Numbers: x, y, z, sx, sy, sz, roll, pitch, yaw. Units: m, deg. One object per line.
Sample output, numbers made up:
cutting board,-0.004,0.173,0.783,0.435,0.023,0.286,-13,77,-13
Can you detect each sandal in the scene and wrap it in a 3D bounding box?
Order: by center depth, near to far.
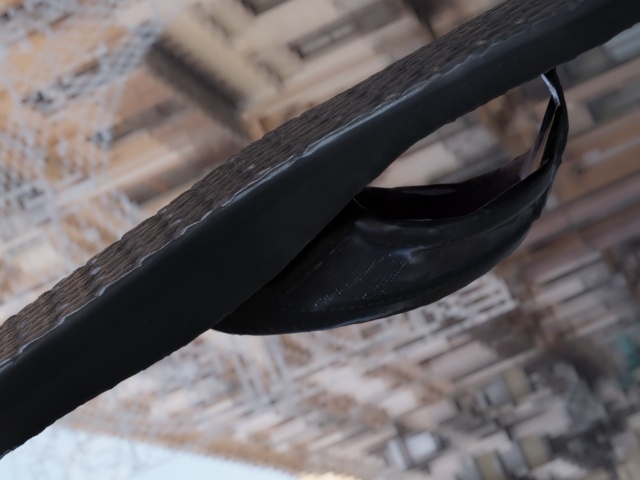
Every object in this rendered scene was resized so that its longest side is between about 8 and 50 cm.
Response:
sandal,-0.001,0.000,0.961,0.107,0.445,0.167,55,-174,-11
